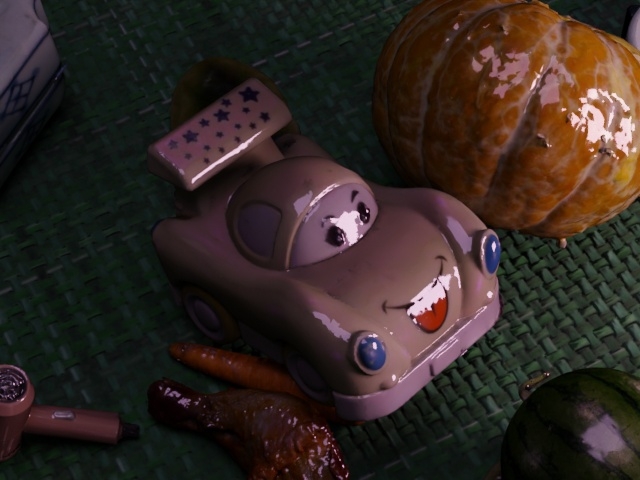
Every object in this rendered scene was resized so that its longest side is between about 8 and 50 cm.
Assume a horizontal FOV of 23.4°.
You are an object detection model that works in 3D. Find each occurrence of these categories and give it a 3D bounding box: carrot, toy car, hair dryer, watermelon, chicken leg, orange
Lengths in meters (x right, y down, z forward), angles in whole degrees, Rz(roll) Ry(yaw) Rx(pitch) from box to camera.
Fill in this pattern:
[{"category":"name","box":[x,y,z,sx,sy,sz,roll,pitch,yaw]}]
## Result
[{"category":"carrot","box":[-0.049,0.144,1.649,0.257,0.061,0.061,14,58,14]},{"category":"toy car","box":[0.000,0.000,1.605,0.336,0.226,0.242,27,51,38]},{"category":"hair dryer","box":[-0.276,0.185,1.613,0.182,0.117,0.064,8,53,-16]},{"category":"watermelon","box":[0.263,0.209,1.512,0.188,0.188,0.215,-36,62,-20]},{"category":"chicken leg","box":[-0.058,0.245,1.574,0.177,0.083,0.322,-28,60,5]},{"category":"orange","box":[0.214,-0.135,1.678,0.329,0.329,0.249,18,99,14]}]

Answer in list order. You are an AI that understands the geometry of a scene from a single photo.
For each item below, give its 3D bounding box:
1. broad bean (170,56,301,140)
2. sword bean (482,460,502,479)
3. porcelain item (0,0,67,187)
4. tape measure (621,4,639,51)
[{"category":"broad bean","box":[-0.103,-0.137,1.844,0.153,0.072,0.206,-27,47,-18]},{"category":"sword bean","box":[0.121,0.322,1.534,0.043,0.038,0.269,27,59,25]},{"category":"porcelain item","box":[-0.466,-0.188,1.830,0.286,0.157,0.281,18,57,15]},{"category":"tape measure","box":[0.504,-0.169,1.813,0.215,0.098,0.351,-26,56,-17]}]
